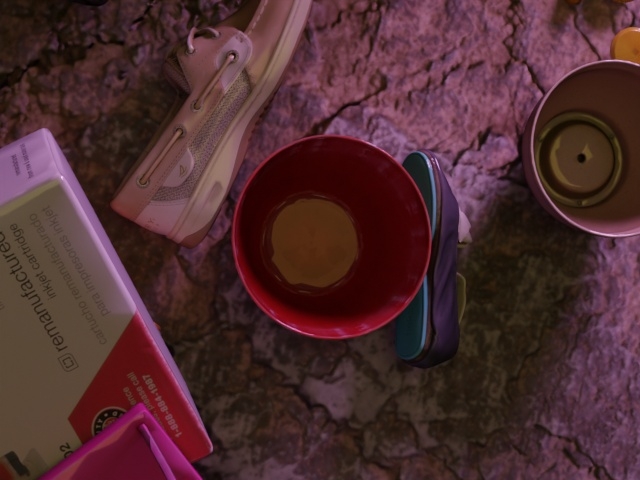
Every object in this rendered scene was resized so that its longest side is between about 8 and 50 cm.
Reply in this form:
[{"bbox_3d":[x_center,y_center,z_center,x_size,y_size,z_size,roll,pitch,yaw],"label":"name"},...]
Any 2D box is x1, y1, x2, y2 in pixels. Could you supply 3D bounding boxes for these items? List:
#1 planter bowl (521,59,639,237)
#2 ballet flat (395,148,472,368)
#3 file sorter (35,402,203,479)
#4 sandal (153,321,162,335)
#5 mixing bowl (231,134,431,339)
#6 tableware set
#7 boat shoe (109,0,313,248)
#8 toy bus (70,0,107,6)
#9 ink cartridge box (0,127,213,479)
[{"bbox_3d":[0.256,-0.079,1.810,0.162,0.109,0.162,1,86,-11],"label":"planter bowl"},{"bbox_3d":[0.105,0.019,1.799,0.074,0.074,0.203,4,80,-12],"label":"ballet flat"},{"bbox_3d":[-0.121,0.321,1.508,0.202,0.182,0.290,-37,112,-4],"label":"file sorter"},{"bbox_3d":[-0.243,-0.002,1.711,0.265,0.102,0.076,32,79,-17],"label":"sandal"},{"bbox_3d":[0.000,0.000,1.756,0.181,0.098,0.181,1,86,-13],"label":"mixing bowl"},{"bbox_3d":[0.304,-0.211,1.875,0.154,0.024,0.104,32,84,-10],"label":"tableware set"},{"bbox_3d":[-0.093,-0.147,1.744,0.098,0.109,0.302,25,87,-11],"label":"boat shoe"},{"bbox_3d":[-0.263,-0.307,1.663,0.211,0.220,0.149,18,88,-4],"label":"toy bus"},{"bbox_3d":[-0.324,0.128,1.586,0.385,0.160,0.279,-28,112,-3],"label":"ink cartridge box"}]
